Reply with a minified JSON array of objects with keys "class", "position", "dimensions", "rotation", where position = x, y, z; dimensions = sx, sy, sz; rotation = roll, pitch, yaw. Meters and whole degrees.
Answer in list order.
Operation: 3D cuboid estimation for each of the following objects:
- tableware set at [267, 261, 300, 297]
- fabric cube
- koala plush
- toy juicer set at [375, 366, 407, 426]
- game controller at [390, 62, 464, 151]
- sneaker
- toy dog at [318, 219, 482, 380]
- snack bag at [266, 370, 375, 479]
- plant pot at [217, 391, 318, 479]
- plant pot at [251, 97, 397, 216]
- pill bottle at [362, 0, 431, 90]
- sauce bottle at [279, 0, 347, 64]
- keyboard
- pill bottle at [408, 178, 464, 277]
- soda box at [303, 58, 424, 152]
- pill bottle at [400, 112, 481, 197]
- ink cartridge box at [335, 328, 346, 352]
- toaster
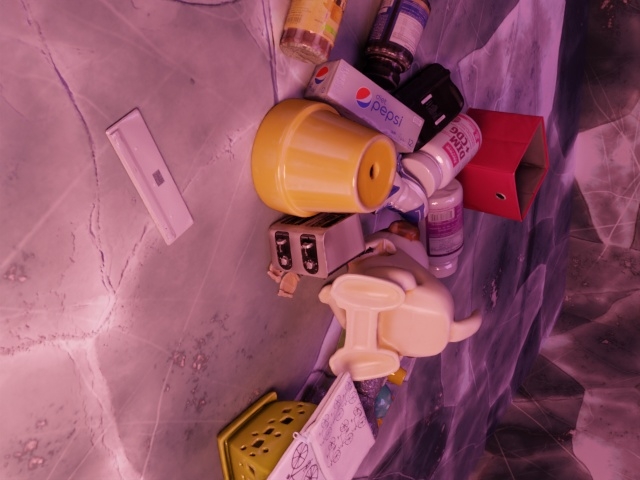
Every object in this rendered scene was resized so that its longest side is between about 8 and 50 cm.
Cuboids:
[{"class":"tableware set","position":[-0.068,0.051,1.453],"dimensions":[0.169,0.020,0.141],"rotation":[-61,144,-16]},{"class":"fabric cube","position":[0.585,-0.256,2.030],"dimensions":[0.259,0.258,0.254],"rotation":[-57,143,-22]},{"class":"koala plush","position":[0.105,0.425,1.688],"dimensions":[0.221,0.203,0.196],"rotation":[-61,145,-13]},{"class":"toy juicer set","position":[0.161,0.533,1.907],"dimensions":[0.329,0.089,0.209],"rotation":[-39,153,-59]},{"class":"game controller","position":[0.293,-0.376,1.697],"dimensions":[0.319,0.067,0.166],"rotation":[-42,110,-36]},{"class":"sneaker","position":[0.158,-0.126,1.620],"dimensions":[0.182,0.127,0.315],"rotation":[-57,136,-16]},{"class":"toy dog","position":[0.183,0.102,1.533],"dimensions":[0.408,0.395,0.285],"rotation":[-85,167,-64]},{"class":"snack bag","position":[0.003,0.512,1.371],"dimensions":[0.342,0.037,0.323],"rotation":[-49,139,-32]},{"class":"plant pot","position":[-0.108,0.506,1.426],"dimensions":[0.228,0.207,0.227],"rotation":[-34,129,-43]},{"class":"plant pot","position":[0.022,-0.163,1.296],"dimensions":[0.254,0.239,0.254],"rotation":[-27,125,-48]},{"class":"pill bottle","position":[0.179,-0.486,1.479],"dimensions":[0.123,0.122,0.219],"rotation":[26,83,-55]},{"class":"sauce bottle","position":[0.015,-0.539,1.236],"dimensions":[0.111,0.111,0.344],"rotation":[16,92,-56]},{"class":"keyboard","position":[-0.295,-0.105,1.076],"dimensions":[0.072,0.014,0.256],"rotation":[-53,142,-35]},{"class":"pill bottle","position":[0.359,-0.038,1.883],"dimensions":[0.169,0.169,0.302],"rotation":[-41,135,-38]},{"class":"soda box","position":[0.104,-0.304,1.402],"dimensions":[0.286,0.098,0.091],"rotation":[26,82,-35]},{"class":"pill bottle","position":[0.341,-0.247,1.774],"dimensions":[0.283,0.160,0.160],"rotation":[-44,136,-36]},{"class":"ink cartridge box","position":[0.123,0.240,1.764],"dimensions":[0.109,0.062,0.209],"rotation":[15,91,-55]},{"class":"toaster","position":[0.000,0.000,1.371],"dimensions":[0.185,0.168,0.110],"rotation":[-30,118,-44]}]
